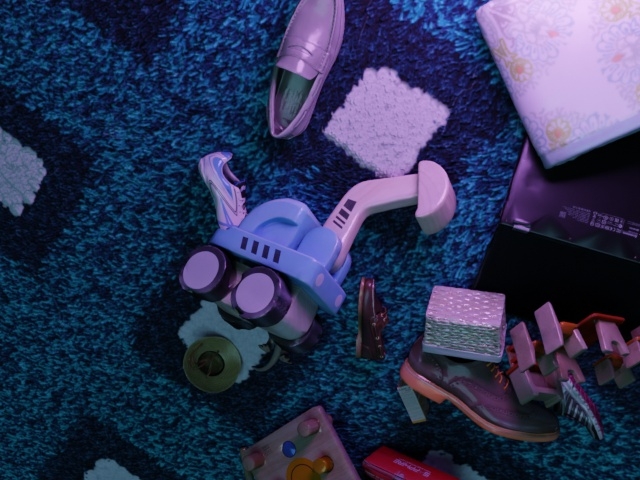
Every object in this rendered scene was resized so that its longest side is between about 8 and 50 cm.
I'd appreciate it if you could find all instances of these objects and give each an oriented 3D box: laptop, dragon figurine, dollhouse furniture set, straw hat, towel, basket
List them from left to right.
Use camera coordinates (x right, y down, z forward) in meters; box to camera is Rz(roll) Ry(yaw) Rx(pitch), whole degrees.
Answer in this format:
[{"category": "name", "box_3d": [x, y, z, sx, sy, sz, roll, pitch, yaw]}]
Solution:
[{"category": "straw hat", "box_3d": [-0.271, 0.300, 1.733, 0.144, 0.144, 0.061, 53, 156, -9]}, {"category": "dragon figurine", "box_3d": [-0.072, 0.195, 1.624, 0.085, 0.144, 0.289, 26, 135, 3]}, {"category": "basket", "box_3d": [0.301, 0.171, 1.480, 0.167, 0.113, 0.103, 6, 129, 18]}, {"category": "dollhouse furniture set", "box_3d": [0.482, 0.215, 1.401, 0.262, 0.135, 0.259, 12, 140, -24]}, {"category": "laptop", "box_3d": [0.541, -0.019, 1.406, 0.381, 0.236, 0.408, 17, 86, 8]}, {"category": "towel", "box_3d": [0.501, -0.340, 1.223, 0.374, 0.090, 0.321, -24, 88, 21]}]

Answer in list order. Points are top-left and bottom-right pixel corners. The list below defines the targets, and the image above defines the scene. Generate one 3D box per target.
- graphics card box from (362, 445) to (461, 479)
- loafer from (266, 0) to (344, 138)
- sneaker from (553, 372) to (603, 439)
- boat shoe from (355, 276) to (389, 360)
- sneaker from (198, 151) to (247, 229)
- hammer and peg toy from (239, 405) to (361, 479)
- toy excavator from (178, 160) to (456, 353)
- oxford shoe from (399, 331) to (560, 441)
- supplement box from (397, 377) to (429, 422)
[{"category": "graphics card box", "box_3d": [0.229, 0.695, 1.688, 0.232, 0.094, 0.371, 10, 116, 43]}, {"category": "loafer", "box_3d": [-0.032, -0.346, 1.380, 0.112, 0.111, 0.320, 19, 115, 7]}, {"category": "sneaker", "box_3d": [0.546, 0.363, 1.534, 0.074, 0.063, 0.170, -34, 94, 24]}, {"category": "boat shoe", "box_3d": [0.118, 0.174, 1.574, 0.073, 0.073, 0.207, 5, 120, 12]}, {"category": "sneaker", "box_3d": [-0.190, -0.080, 1.550, 0.086, 0.085, 0.237, -15, 110, 13]}, {"category": "hammer and peg toy", "box_3d": [-0.082, 0.586, 1.712, 0.361, 0.127, 0.266, -35, 73, 22]}, {"category": "toy excavator", "box_3d": [0.000, 0.000, 1.434, 0.432, 0.222, 0.445, 20, 73, 31]}, {"category": "oxford shoe", "box_3d": [0.359, 0.316, 1.534, 0.363, 0.130, 0.133, 24, 109, 5]}, {"category": "supplement box", "box_3d": [0.214, 0.358, 1.623, 0.036, 0.062, 0.098, -19, 106, 22]}]
